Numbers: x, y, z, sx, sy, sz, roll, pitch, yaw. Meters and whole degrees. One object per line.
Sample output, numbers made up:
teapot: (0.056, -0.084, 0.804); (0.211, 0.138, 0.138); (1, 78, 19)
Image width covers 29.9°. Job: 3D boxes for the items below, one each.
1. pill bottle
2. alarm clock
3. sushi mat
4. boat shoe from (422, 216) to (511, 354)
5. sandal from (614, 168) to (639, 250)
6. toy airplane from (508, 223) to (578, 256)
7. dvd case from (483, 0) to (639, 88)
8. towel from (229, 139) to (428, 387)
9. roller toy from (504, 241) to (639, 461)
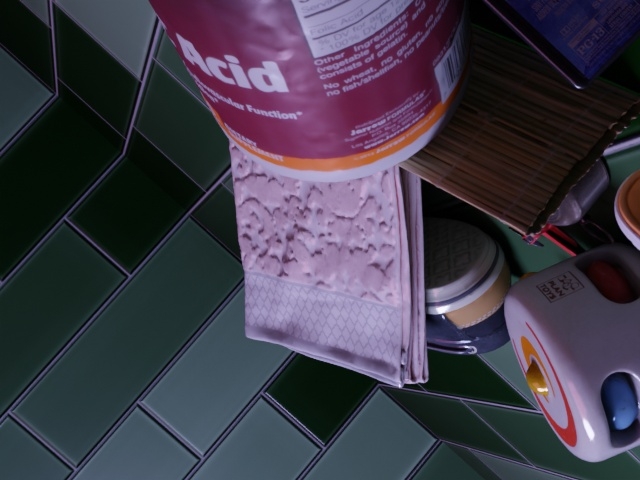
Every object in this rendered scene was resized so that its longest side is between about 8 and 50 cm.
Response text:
pill bottle: (-0.021, -0.218, 0.813); (0.224, 0.224, 0.392); (36, 168, 24)
alarm clock: (0.208, -0.057, 1.103); (0.192, 0.064, 0.129); (42, 169, -21)
sushi mat: (0.095, -0.121, 0.986); (0.316, 0.151, 0.019); (33, 163, 38)
boat shoe: (0.077, 0.042, 1.618); (0.500, 0.187, 0.156); (16, 148, 54)
sandal: (0.304, 0.011, 0.823); (0.265, 0.102, 0.076); (35, 171, 38)
toy airplane: (0.235, -0.012, 1.259); (0.151, 0.028, 0.151); (38, 169, 9)
dvd case: (0.098, -0.220, 0.566); (0.253, 0.180, 0.022); (42, -159, -5)
towel: (0.000, 0.000, 1.486); (0.332, 0.053, 0.317); (12, 110, 49)
roller toy: (0.267, 0.108, 1.167); (0.191, 0.146, 0.209); (86, 161, -76)
